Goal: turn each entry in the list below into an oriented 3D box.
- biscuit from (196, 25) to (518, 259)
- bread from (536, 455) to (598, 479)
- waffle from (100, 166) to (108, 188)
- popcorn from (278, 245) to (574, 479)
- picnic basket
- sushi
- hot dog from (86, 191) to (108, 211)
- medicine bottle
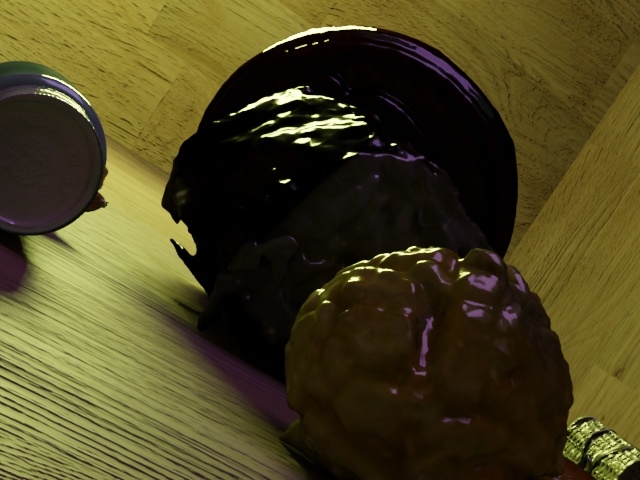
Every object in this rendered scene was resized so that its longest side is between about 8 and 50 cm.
[{"bbox_3d":[0.036,-0.053,1.942,0.407,0.407,0.091,34,13,-3],"label":"biscuit"},{"bbox_3d":[0.232,0.267,1.449,0.172,0.103,0.132,36,3,37],"label":"bread"},{"bbox_3d":[-0.407,-0.155,2.187,0.253,0.056,0.249,34,1,44],"label":"waffle"},{"bbox_3d":[0.080,0.119,1.304,0.225,0.249,0.249,-6,-28,42],"label":"popcorn"},{"bbox_3d":[0.389,0.332,2.113,0.154,0.134,0.196,32,3,-17],"label":"picnic basket"},{"bbox_3d":[0.002,0.000,1.727,0.299,0.281,0.294,41,4,-29],"label":"sushi"},{"bbox_3d":[-0.328,-0.094,1.653,0.249,0.076,0.102,32,39,-3],"label":"hot dog"},{"bbox_3d":[-0.262,-0.083,1.437,0.139,0.139,0.225,33,1,-17],"label":"medicine bottle"}]
